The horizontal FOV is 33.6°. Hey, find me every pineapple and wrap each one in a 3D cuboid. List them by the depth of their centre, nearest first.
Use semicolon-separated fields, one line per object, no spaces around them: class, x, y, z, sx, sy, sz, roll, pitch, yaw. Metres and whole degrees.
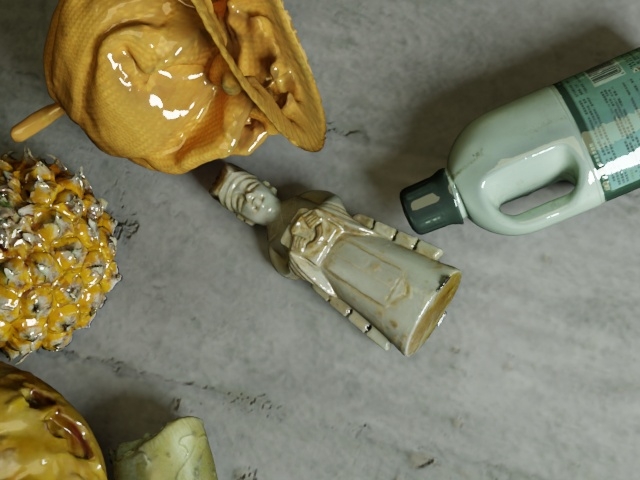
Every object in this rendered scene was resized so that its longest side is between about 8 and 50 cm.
pineapple;-0.253;0.001;0.823;0.161;0.137;0.176;-1;71;14

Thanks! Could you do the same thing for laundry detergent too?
laundry detergent;0.166;-0.062;0.773;0.225;0.070;0.099;-23;75;5

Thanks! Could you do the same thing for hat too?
hat;-0.157;-0.135;0.820;0.233;0.244;0.233;-26;57;18

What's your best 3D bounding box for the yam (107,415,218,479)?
yam;-0.080;0.305;0.714;0.083;0.083;0.372;-17;69;8

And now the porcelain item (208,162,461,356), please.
porcelain item;0.000;0.000;0.804;0.213;0.054;0.084;33;88;22

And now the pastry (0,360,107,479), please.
pastry;-0.289;0.223;0.747;0.310;0.162;0.255;-12;59;-1
